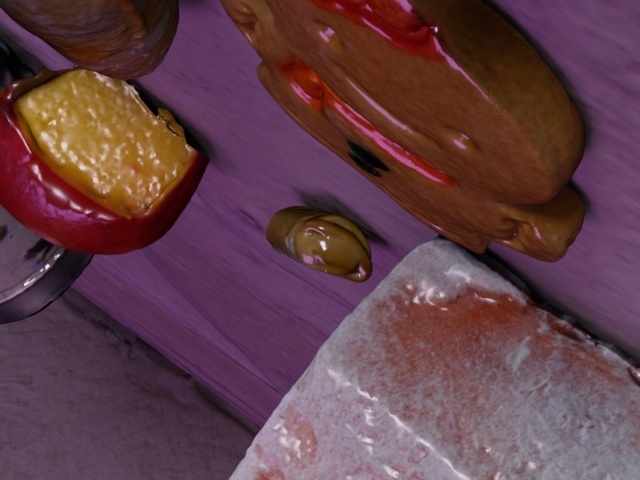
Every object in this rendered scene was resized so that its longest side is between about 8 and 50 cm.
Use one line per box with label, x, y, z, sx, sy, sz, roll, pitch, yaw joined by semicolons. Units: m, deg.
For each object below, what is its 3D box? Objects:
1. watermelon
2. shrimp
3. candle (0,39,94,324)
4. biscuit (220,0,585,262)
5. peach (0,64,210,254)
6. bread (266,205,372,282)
watermelon;0.040;0.102;0.850;0.320;0.289;0.214;-132;24;-68
shrimp;-0.132;-0.144;0.673;0.168;0.077;0.317;40;174;8
candle;-0.288;-0.073;1.254;0.187;0.187;0.330;33;168;27
biscuit;0.029;-0.050;0.625;0.166;0.036;0.225;40;170;0
peach;-0.143;-0.049;1.069;0.151;0.151;0.118;179;85;-75
bread;0.000;0.000;0.967;0.049;0.034;0.088;26;178;-18
